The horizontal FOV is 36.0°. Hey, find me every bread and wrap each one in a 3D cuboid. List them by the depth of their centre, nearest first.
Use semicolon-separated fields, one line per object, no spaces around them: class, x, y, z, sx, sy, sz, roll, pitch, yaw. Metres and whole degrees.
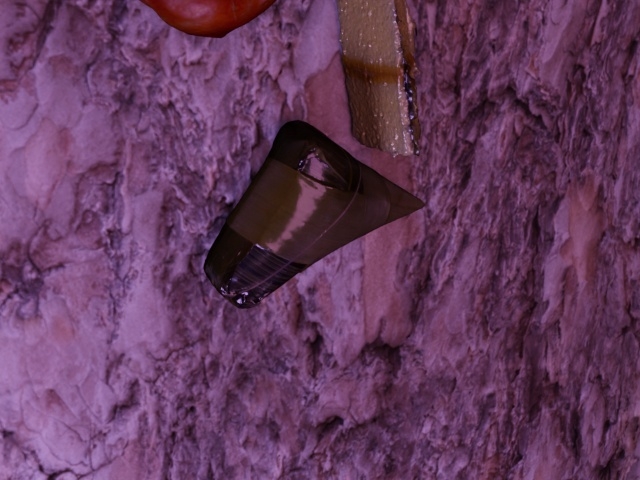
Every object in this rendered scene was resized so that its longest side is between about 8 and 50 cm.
bread;0.102;-0.273;1.531;0.178;0.141;0.266;-42;130;-59

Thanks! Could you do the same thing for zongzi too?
zongzi;0.000;0.000;1.556;0.317;0.154;0.289;27;101;-37

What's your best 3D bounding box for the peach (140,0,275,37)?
peach;-0.122;-0.430;1.264;0.281;0.281;0.338;36;97;-32
